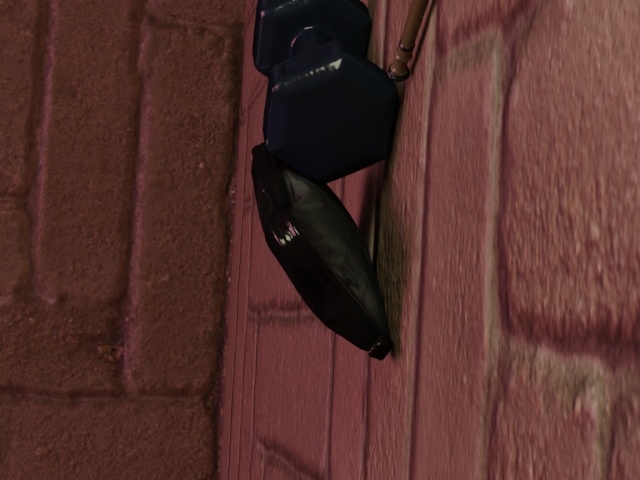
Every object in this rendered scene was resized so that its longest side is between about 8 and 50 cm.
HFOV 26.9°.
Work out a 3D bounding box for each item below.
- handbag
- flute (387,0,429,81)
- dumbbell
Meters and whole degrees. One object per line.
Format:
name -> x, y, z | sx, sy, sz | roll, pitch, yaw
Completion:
handbag -> 0.000, 0.001, 1.493 | 0.191, 0.075, 0.332 | 52, -172, -23
flute -> 0.100, -0.240, 1.307 | 0.233, 0.027, 0.027 | 106, 165, -54
dumbbell -> 0.000, -0.196, 1.566 | 0.316, 0.143, 0.156 | -100, 16, -60
